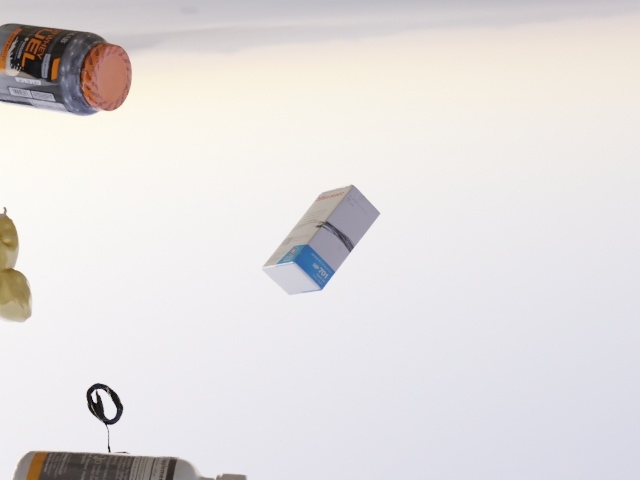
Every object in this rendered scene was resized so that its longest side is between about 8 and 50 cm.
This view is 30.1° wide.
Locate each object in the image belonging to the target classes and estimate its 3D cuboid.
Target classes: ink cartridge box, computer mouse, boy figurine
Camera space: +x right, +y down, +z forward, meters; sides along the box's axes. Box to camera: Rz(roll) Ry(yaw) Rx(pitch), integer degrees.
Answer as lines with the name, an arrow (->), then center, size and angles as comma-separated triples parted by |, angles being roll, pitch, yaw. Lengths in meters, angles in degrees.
ink cartridge box -> 0.000, 0.000, 2.145 | 0.191, 0.082, 0.139 | -51, -163, -22
computer mouse -> -0.327, 0.326, 1.860 | 0.071, 0.041, 0.242 | -18, -129, 1
boy figurine -> -0.569, 0.018, 1.966 | 0.177, 0.285, 0.092 | -46, -176, -28

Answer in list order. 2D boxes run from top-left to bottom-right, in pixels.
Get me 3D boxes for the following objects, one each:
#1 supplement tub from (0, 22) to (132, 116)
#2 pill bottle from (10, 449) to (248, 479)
supplement tub -> -0.362, -0.234, 1.643 | 0.190, 0.117, 0.117 | 10, -165, 25
pill bottle -> -0.231, 0.341, 1.446 | 0.278, 0.162, 0.162 | 4, -171, -2
